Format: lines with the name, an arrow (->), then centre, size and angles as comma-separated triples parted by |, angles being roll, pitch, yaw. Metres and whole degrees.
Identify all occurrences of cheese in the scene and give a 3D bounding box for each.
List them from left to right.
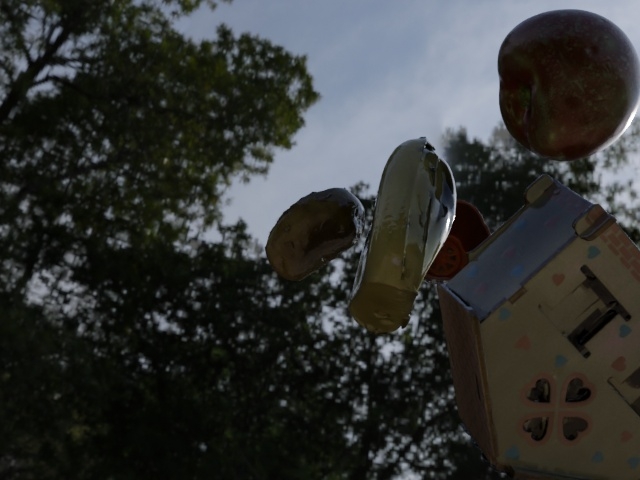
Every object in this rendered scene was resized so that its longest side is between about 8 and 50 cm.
cheese -> 0.132, -0.024, 1.284 | 0.128, 0.316, 0.259 | 21, -23, -2

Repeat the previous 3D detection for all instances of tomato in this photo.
tomato -> 0.448, -0.279, 1.422 | 0.222, 0.270, 0.270 | -16, -33, -7

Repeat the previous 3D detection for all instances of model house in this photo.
model house -> 0.250, 0.131, 0.801 | 0.326, 0.244, 0.169 | 45, 1, -14

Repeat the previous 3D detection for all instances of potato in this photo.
potato -> 0.000, 0.000, 1.438 | 0.200, 0.081, 0.164 | -39, -39, 3

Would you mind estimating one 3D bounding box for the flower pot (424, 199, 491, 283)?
flower pot -> 0.274, 0.022, 1.762 | 0.190, 0.191, 0.173 | 6, -17, 7
